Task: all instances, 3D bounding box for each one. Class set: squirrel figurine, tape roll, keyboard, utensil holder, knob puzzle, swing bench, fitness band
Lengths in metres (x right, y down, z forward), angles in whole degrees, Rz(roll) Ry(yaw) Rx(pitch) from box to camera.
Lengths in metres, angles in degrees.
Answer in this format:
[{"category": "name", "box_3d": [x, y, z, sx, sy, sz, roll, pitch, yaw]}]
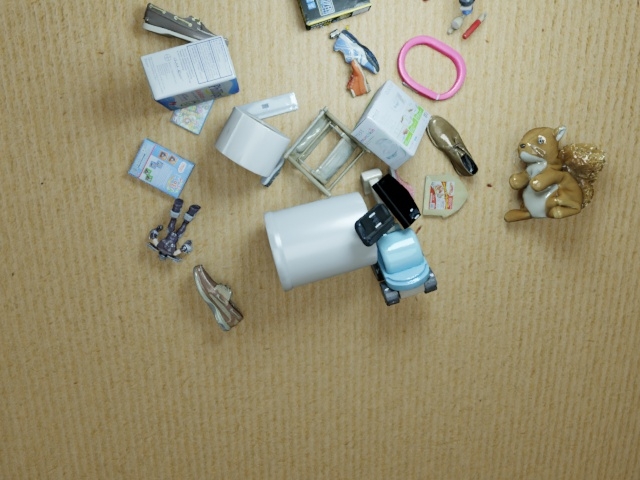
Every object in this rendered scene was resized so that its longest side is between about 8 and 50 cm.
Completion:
[{"category": "squirrel figurine", "box_3d": [0.972, -0.292, 1.817, 0.397, 0.281, 0.370, -13, 94, -16]}, {"category": "tape roll", "box_3d": [-0.259, -0.376, 1.666, 0.246, 0.246, 0.169, 29, 104, -11]}, {"category": "keyboard", "box_3d": [-0.220, -0.533, 1.757, 0.256, 0.014, 0.072, -15, 99, -1]}, {"category": "utensil holder", "box_3d": [0.000, 0.000, 1.744, 0.386, 0.327, 0.327, -14, 104, -4]}, {"category": "knob puzzle", "box_3d": [0.542, -0.197, 1.889, 0.213, 0.030, 0.213, -1, 103, -4]}, {"category": "swing bench", "box_3d": [0.024, -0.352, 1.745, 0.255, 0.165, 0.253, 42, 97, -7]}, {"category": "fitness band", "box_3d": [0.445, -0.692, 1.751, 0.291, 0.054, 0.209, 24, 100, -11]}]

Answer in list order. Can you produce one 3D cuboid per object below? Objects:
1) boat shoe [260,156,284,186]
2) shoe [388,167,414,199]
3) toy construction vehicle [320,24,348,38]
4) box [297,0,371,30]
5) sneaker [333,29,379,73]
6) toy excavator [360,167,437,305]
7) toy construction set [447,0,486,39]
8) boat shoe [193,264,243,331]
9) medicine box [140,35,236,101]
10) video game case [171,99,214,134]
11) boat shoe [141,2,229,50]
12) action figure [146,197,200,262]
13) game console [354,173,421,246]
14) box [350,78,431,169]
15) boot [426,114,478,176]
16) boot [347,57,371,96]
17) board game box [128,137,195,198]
[{"category": "boat shoe", "box_3d": [-0.193, -0.283, 1.804, 0.142, 0.049, 0.040, -50, 135, 6]}, {"category": "shoe", "box_3d": [0.346, -0.236, 1.849, 0.081, 0.063, 0.178, -18, 109, -2]}, {"category": "toy construction vehicle", "box_3d": [0.050, -0.835, 1.698, 0.098, 0.035, 0.086, -31, 93, 0]}, {"category": "box", "box_3d": [0.020, -0.988, 1.620, 0.257, 0.079, 0.322, -17, 99, 1]}, {"category": "sneaker", "box_3d": [0.146, -0.730, 1.716, 0.211, 0.080, 0.081, 37, 124, -14]}, {"category": "toy excavator", "box_3d": [0.298, -0.024, 1.793, 0.222, 0.433, 0.445, -17, 132, 0]}, {"category": "toy construction set", "box_3d": [0.544, -0.961, 1.630, 0.237, 0.257, 0.309, -47, 123, -6]}, {"category": "boat shoe", "box_3d": [-0.437, 0.234, 1.874, 0.116, 0.123, 0.324, -27, 111, -5]}, {"category": "medicine box", "box_3d": [-0.457, -0.596, 1.577, 0.289, 0.263, 0.149, -17, 100, -5]}, {"category": "video game case", "box_3d": [-0.507, -0.524, 1.732, 0.119, 0.015, 0.166, 26, 100, -10]}, {"category": "boat shoe", "box_3d": [-0.495, -0.790, 1.621, 0.324, 0.116, 0.096, 15, 105, -2]}, {"category": "action figure", "box_3d": [-0.604, -0.028, 1.805, 0.185, 0.099, 0.285, 26, 104, -17]}, {"category": "game console", "box_3d": [0.238, -0.109, 1.633, 0.213, 0.361, 0.044, 52, 139, 0]}, {"category": "box", "box_3d": [0.278, -0.452, 1.686, 0.231, 0.127, 0.262, 35, 56, -12]}, {"category": "boot", "box_3d": [0.555, -0.393, 1.801, 0.112, 0.115, 0.305, -39, 102, 7]}, {"category": "boot", "box_3d": [0.138, -0.636, 1.711, 0.085, 0.059, 0.158, -20, 138, 11]}, {"category": "board game box", "box_3d": [-0.641, -0.291, 1.764, 0.211, 0.039, 0.160, 29, 100, -10]}]
